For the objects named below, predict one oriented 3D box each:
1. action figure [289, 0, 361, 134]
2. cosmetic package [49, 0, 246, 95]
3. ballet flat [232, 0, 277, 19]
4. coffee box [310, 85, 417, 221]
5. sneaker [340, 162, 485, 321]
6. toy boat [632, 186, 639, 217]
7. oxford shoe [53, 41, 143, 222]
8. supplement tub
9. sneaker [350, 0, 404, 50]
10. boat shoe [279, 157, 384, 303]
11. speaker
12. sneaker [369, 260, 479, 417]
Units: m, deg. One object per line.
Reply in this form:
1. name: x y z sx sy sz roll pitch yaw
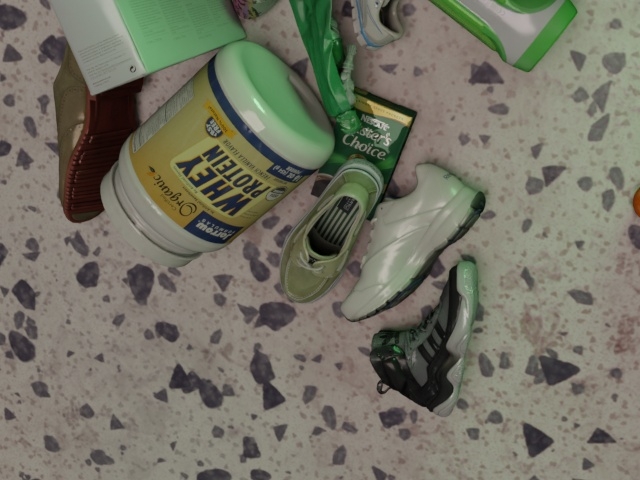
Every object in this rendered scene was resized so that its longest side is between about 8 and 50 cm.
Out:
1. action figure: 0.016 -0.268 1.539 0.063 0.137 0.232 -15 93 -17
2. cosmetic package: -0.255 -0.377 1.448 0.097 0.377 0.284 -16 102 20
3. ballet flat: -0.062 -0.411 1.541 0.221 0.079 0.077 -39 92 24
4. coffee box: 0.065 -0.134 1.618 0.113 0.040 0.184 25 114 8
5. sneaker: 0.125 0.006 1.628 0.129 0.111 0.297 44 109 13
6. toy boat: 0.512 -0.056 1.473 0.151 0.151 0.231 -6 108 50
7. oxford shoe: -0.377 -0.197 1.712 0.130 0.123 0.348 35 119 32
8. supplement tub: -0.160 -0.124 1.588 0.316 0.228 0.228 -39 94 24
9. sneaker: 0.075 -0.371 1.505 0.083 0.071 0.190 2 121 54
10. boat shoe: 0.000 0.000 1.624 0.109 0.094 0.302 30 130 4
11. speaker: 0.206 -0.365 1.449 0.296 0.131 0.131 39 114 2
12. sneaker: 0.160 0.148 1.651 0.153 0.101 0.268 12 114 10
